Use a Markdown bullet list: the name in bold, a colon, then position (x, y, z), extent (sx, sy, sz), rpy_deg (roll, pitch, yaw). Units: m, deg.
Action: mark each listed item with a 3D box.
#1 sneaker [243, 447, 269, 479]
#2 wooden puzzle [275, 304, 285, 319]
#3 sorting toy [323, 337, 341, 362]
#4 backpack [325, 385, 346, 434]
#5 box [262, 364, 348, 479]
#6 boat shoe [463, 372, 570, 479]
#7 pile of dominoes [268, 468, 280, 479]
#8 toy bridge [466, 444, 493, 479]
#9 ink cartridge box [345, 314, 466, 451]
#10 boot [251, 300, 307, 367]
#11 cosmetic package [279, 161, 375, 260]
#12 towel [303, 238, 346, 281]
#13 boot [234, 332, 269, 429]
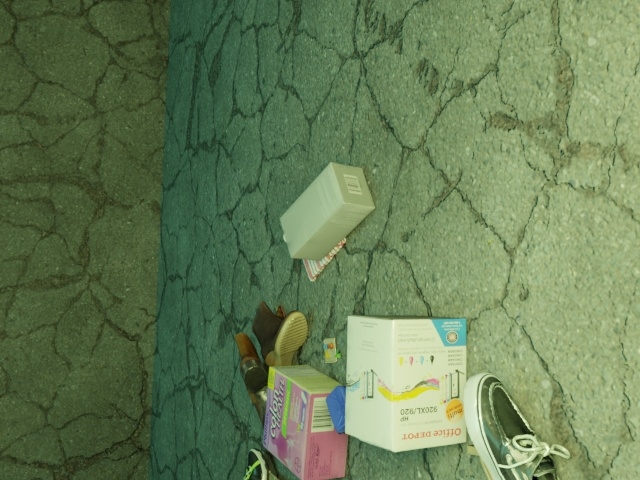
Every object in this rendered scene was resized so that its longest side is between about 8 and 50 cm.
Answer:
- **sneaker**: position (-0.199, 0.708, 1.988), extent (0.084, 0.097, 0.234), rpy_deg (122, 145, -53)
- **wooden puzzle**: position (-0.115, 0.222, 2.028), extent (0.049, 0.006, 0.083), rpy_deg (-62, 37, 39)
- **sorting toy**: position (0.028, 0.273, 1.742), extent (0.083, 0.012, 0.062), rpy_deg (-21, 68, 60)
- **backpack**: position (0.091, 0.360, 1.502), extent (0.101, 0.120, 0.098), rpy_deg (-49, 43, 36)
- **box**: position (-0.037, 0.444, 1.738), extent (0.243, 0.117, 0.213), rpy_deg (14, 99, 62)
- **boat shoe**: position (0.318, 0.345, 1.081), extent (0.105, 0.113, 0.306), rpy_deg (-39, 56, 47)
- **pile of dominoes**: position (-0.128, 0.757, 1.991), extent (0.251, 0.040, 0.196), rpy_deg (175, 96, -70)
- **toy bridge**: position (0.289, 0.453, 1.213), extent (0.063, 0.026, 0.188), rpy_deg (-19, 71, 59)
- **ink cartridge box**: position (0.161, 0.260, 1.323), extent (0.168, 0.171, 0.232), rpy_deg (-6, 83, 62)
- **boot**: position (-0.128, 0.237, 1.945), extent (0.207, 0.090, 0.248), rpy_deg (53, 139, 40)
- **cosmetic package**: position (0.011, -0.064, 1.679), extent (0.238, 0.107, 0.127), rpy_deg (-45, 50, 42)
- **towel**: position (0.000, 0.000, 1.813), extent (0.197, 0.029, 0.144), rpy_deg (-53, 45, 47)
- **boot**: position (-0.169, 0.418, 1.992), extent (0.264, 0.096, 0.280), rpy_deg (58, 174, -15)
